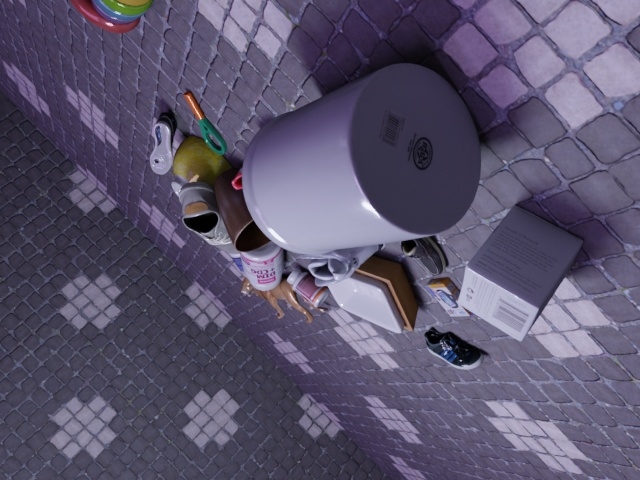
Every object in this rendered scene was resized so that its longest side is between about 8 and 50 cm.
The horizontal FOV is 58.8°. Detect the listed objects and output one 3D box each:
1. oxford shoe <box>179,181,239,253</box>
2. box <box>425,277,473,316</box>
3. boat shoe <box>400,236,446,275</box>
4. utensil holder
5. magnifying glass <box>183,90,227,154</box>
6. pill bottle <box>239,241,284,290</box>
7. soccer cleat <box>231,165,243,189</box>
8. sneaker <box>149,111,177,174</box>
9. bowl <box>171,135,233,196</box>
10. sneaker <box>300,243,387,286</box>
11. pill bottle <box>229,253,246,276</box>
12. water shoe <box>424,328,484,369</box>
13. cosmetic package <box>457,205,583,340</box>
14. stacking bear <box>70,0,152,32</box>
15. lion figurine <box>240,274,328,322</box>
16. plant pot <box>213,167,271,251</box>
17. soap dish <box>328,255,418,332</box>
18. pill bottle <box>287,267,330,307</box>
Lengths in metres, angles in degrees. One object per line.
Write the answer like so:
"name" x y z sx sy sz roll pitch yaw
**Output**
"oxford shoe" -0.371 -0.041 2.008 0.449 0.169 0.130 64 -167 -61
"box" 0.354 0.161 1.538 0.136 0.028 0.081 50 155 -10
"boat shoe" 0.234 0.010 1.421 0.080 0.073 0.223 5 135 56
"utensil holder" 0.072 -0.142 1.131 0.327 0.327 0.386 52 152 -18
"magnifying glass" -0.368 -0.372 1.816 0.092 0.026 0.231 20 149 44
"pill bottle" -0.216 0.067 2.121 0.160 0.160 0.283 36 156 19
"soccer cleat" -0.127 -0.158 1.664 0.318 0.116 0.108 24 149 39
"sneaker" -0.540 -0.345 1.993 0.079 0.121 0.216 14 131 -6
"bowl" -0.431 -0.211 2.013 0.290 0.156 0.289 35 154 20
"sneaker" 0.000 0.000 1.605 0.366 0.210 0.137 18 145 45
"pill bottle" -0.306 0.049 2.293 0.112 0.112 0.186 18 146 45
"water shoe" 0.388 0.322 1.693 0.203 0.073 0.080 10 137 51
"cosmetic package" 0.391 0.065 1.126 0.152 0.183 0.151 32 154 24
"stacking bear" -0.474 -0.644 1.383 0.164 0.175 0.289 53 148 -14
"lion figurine" -0.153 0.203 2.312 0.392 0.142 0.240 -8 119 46
"plant pot" -0.245 -0.117 1.846 0.230 0.215 0.215 52 160 20
"soap dish" 0.149 0.141 1.718 0.291 0.118 0.228 18 145 45
"pill bottle" -0.047 0.173 2.120 0.152 0.086 0.086 38 156 14
